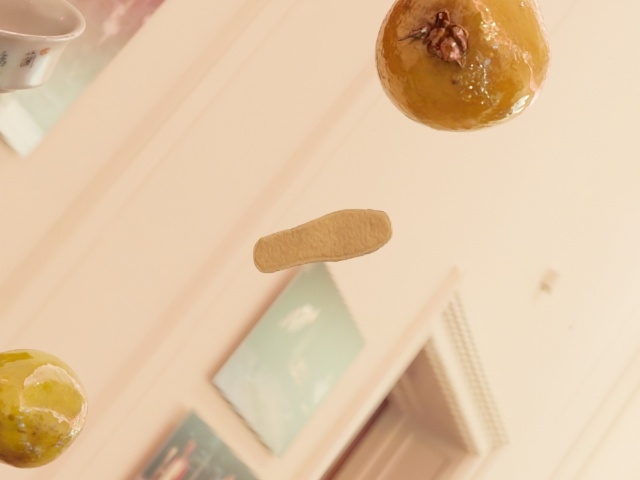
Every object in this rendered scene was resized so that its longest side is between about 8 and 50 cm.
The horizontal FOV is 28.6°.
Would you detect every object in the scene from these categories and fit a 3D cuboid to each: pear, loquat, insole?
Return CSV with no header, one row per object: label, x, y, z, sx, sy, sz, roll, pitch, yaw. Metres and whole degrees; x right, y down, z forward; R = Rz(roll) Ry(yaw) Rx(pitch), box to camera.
pear,-0.463,0.263,1.970,0.200,0.200,0.200,36,-14,11
loquat,0.218,-0.291,1.905,0.275,0.275,0.275,36,-14,11
insole,0.000,0.000,1.947,0.247,0.081,0.011,-14,-17,26

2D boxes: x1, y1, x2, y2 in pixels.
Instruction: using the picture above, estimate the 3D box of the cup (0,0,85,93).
cup,-0.641,-0.392,2.413,0.347,0.163,0.347,18,25,-9
